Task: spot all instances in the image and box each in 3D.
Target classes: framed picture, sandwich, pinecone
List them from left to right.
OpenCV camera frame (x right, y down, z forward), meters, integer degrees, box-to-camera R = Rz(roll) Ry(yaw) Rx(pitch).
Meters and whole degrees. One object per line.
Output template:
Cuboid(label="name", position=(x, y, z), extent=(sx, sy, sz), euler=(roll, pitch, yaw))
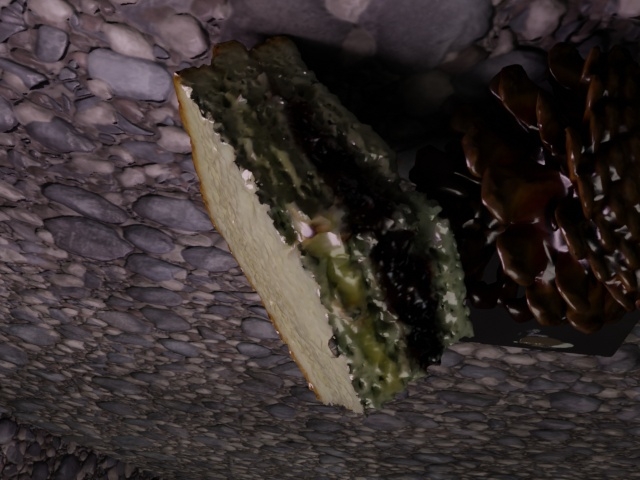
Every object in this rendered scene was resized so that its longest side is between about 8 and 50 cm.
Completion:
Cuboid(label="sandwich", position=(0.000, 0.001, 0.621), extent=(0.131, 0.325, 0.262), euler=(-27, 151, -16))
Cuboid(label="pinecone", position=(0.188, -0.034, 0.588), extent=(0.246, 0.246, 0.292), euler=(26, 156, -26))
Cuboid(label="framed picture", position=(0.332, 0.080, 0.933), extent=(0.244, 0.013, 0.323), euler=(6, 146, 7))
